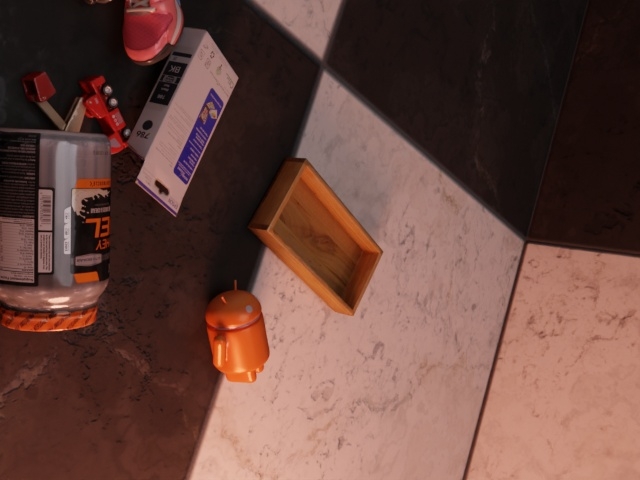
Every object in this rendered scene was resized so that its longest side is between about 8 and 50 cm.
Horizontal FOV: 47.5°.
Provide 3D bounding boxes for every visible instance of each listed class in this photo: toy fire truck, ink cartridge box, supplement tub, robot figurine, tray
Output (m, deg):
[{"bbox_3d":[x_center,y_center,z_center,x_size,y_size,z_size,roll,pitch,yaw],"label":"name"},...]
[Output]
[{"bbox_3d":[-0.426,-0.226,1.290,0.135,0.047,0.192,-43,128,-35],"label":"toy fire truck"},{"bbox_3d":[-0.276,-0.230,1.419,0.165,0.065,0.333,55,52,-62],"label":"ink cartridge box"},{"bbox_3d":[-0.444,-0.022,1.193,0.193,0.193,0.316,-5,101,-49],"label":"supplement tub"},{"bbox_3d":[-0.181,0.204,1.590,0.158,0.128,0.220,-19,112,-28],"label":"robot figurine"},{"bbox_3d":[0.000,0.000,1.810,0.411,0.076,0.203,48,61,-44],"label":"tray"}]

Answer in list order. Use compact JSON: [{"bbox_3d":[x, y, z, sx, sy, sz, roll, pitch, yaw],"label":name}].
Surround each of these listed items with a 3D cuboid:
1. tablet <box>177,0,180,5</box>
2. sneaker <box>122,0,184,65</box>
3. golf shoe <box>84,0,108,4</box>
[{"bbox_3d":[-0.307,-0.457,1.419,0.083,0.006,0.054,-28,117,-45],"label":"tablet"},{"bbox_3d":[-0.315,-0.473,1.304,0.136,0.115,0.314,37,59,-69],"label":"sneaker"},{"bbox_3d":[-0.396,-0.517,1.265,0.094,0.077,0.198,-41,131,-55],"label":"golf shoe"}]
